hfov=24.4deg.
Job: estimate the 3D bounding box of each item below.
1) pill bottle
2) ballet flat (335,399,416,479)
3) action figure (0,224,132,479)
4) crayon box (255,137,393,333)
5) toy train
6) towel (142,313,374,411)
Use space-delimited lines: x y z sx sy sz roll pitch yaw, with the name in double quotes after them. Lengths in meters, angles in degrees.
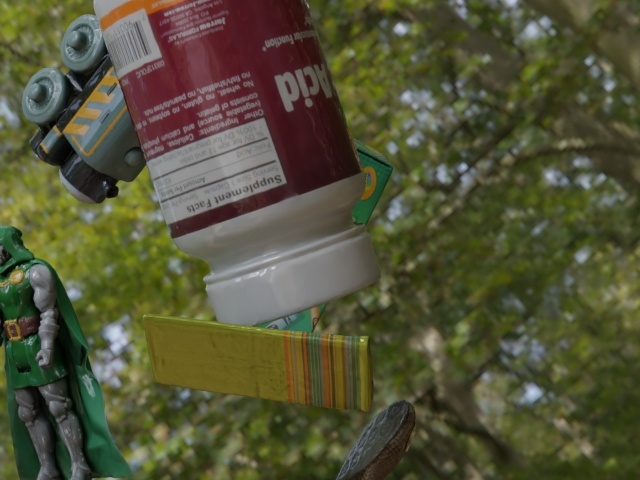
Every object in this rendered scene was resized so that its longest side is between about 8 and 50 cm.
-0.082 -0.114 1.609 0.224 0.392 0.224 -19 3 1 "pill bottle"
0.052 0.302 1.814 0.058 0.084 0.250 29 -74 -13 "ballet flat"
-0.246 0.100 1.269 0.137 0.232 0.063 -13 2 32 "action figure"
0.000 0.000 1.985 0.278 0.081 0.165 -63 4 7 "crayon box"
-0.239 -0.201 1.865 0.334 0.190 0.142 -49 -35 15 "toy train"
-0.063 0.122 1.521 0.237 0.021 0.102 6 -49 10 "towel"
